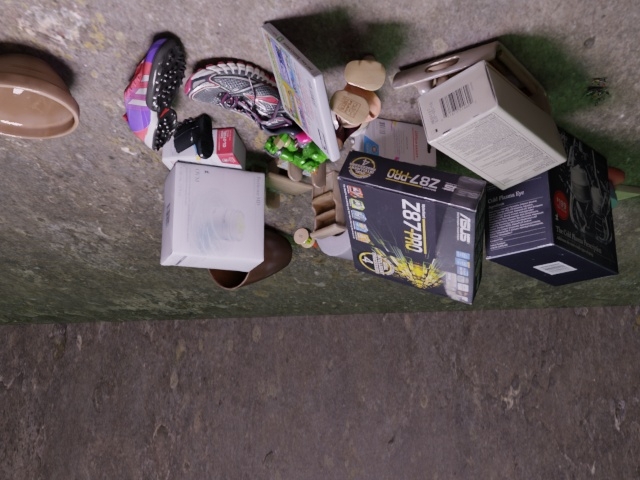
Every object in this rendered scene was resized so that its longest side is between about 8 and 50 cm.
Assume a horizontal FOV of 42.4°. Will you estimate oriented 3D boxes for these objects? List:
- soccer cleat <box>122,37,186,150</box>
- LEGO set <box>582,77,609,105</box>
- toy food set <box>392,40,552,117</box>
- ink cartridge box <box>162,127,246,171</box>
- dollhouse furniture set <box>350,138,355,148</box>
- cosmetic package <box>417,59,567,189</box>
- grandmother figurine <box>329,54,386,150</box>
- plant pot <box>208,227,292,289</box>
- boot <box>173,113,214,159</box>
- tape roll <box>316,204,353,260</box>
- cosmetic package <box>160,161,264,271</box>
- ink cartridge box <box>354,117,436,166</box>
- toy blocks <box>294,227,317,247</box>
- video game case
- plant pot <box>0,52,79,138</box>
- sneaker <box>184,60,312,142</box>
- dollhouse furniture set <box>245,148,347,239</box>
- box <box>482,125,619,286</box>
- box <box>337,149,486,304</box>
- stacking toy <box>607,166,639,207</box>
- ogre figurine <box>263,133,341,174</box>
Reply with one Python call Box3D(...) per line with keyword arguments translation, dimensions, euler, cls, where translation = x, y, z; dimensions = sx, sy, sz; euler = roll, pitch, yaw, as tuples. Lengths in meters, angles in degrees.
Box3D(translation=(-0.349, -0.305, 1.668), dimensions=(0.116, 0.108, 0.318), euler=(36, 151, 6), cls="soccer cleat")
Box3D(translation=(0.584, -0.318, 1.743), dimensions=(0.054, 0.023, 0.083), euler=(0, 149, -6), cls="LEGO set")
Box3D(translation=(0.319, -0.292, 1.701), dimensions=(0.220, 0.092, 0.306), euler=(-12, 159, 33), cls="toy food set")
Box3D(translation=(-0.279, -0.210, 1.989), dimensions=(0.175, 0.072, 0.127), euler=(-2, 163, 8), cls="ink cartridge box")
Box3D(translation=(0.094, -0.200, 2.029), dimensions=(0.081, 0.091, 0.114), euler=(21, 160, -12), cls="dollhouse furniture set")
Box3D(translation=(0.348, -0.221, 1.649), dimensions=(0.160, 0.113, 0.309), euler=(-26, 151, 31), cls="cosmetic package")
Box3D(translation=(0.068, -0.263, 1.647), dimensions=(0.104, 0.208, 0.342), euler=(34, -177, 1), cls="grandmother figurine")
Box3D(translation=(-0.207, 0.039, 2.605), dimensions=(0.215, 0.215, 0.230), euler=(-16, 171, 42), cls="plant pot")
Box3D(translation=(-0.292, -0.225, 1.878), dimensions=(0.099, 0.121, 0.045), euler=(-19, 152, 32), cls="boot")
Box3D(translation=(0.077, -0.059, 2.219), dimensions=(0.072, 0.219, 0.219), euler=(13, 158, -36), cls="tape roll")
Box3D(translation=(-0.258, -0.053, 1.995), dimensions=(0.225, 0.224, 0.138), euler=(5, 164, -22), cls="cosmetic package")
Box3D(translation=(0.173, -0.217, 1.911), dimensions=(0.181, 0.104, 0.061), euler=(7, 160, -18), cls="ink cartridge box")
Box3D(translation=(0.000, 0.000, 2.672), dimensions=(0.123, 0.054, 0.148), euler=(-9, 160, 25), cls="toy blocks")
Box3D(translation=(-0.035, -0.275, 1.537), dimensions=(0.023, 0.193, 0.212), euler=(-31, 143, -12), cls="video game case")
Box3D(translation=(-0.602, -0.300, 1.655), dimensions=(0.237, 0.109, 0.237), euler=(0, 161, 0), cls="plant pot")
Box3D(translation=(-0.131, -0.285, 1.695), dimensions=(0.299, 0.112, 0.121), euler=(9, 161, -22), cls="sneaker")
Box3D(translation=(-0.055, -0.114, 2.144), dimensions=(0.242, 0.161, 0.212), euler=(14, 158, -36), cls="dollhouse furniture set")
Box3D(translation=(0.553, -0.083, 1.992), dimensions=(0.179, 0.312, 0.343), euler=(-16, 157, 40), cls="box")
Box3D(translation=(0.219, -0.024, 1.922), dimensions=(0.318, 0.097, 0.395), euler=(15, 149, 18), cls="box")
Box3D(translation=(0.716, -0.083, 2.285), dimensions=(0.279, 0.130, 0.309), euler=(14, 158, -37), cls="stacking toy")
Box3D(translation=(-0.034, -0.221, 1.937), dimensions=(0.118, 0.097, 0.197), euler=(34, 131, -30), cls="ogre figurine")
